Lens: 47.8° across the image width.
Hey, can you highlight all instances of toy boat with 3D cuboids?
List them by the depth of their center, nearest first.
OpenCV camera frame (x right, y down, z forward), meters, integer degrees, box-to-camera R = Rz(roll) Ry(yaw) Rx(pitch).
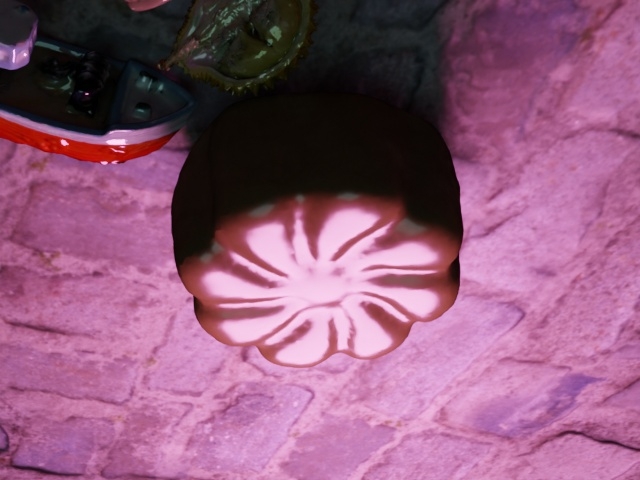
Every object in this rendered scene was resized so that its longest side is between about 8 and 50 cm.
[{"bbox_3d":[-0.312,-0.194,0.854,0.332,0.145,0.133,15,140,-19],"label":"toy boat"}]

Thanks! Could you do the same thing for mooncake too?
[{"bbox_3d":[0.000,0.000,0.912,0.378,0.201,0.378,-2,143,-2],"label":"mooncake"}]

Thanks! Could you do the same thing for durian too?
[{"bbox_3d":[-0.093,-0.229,0.831,0.208,0.102,0.146,-21,81,11],"label":"durian"}]

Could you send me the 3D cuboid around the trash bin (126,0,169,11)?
[{"bbox_3d":[-0.151,-0.389,0.717,0.243,0.121,0.247,-19,121,18],"label":"trash bin"}]
